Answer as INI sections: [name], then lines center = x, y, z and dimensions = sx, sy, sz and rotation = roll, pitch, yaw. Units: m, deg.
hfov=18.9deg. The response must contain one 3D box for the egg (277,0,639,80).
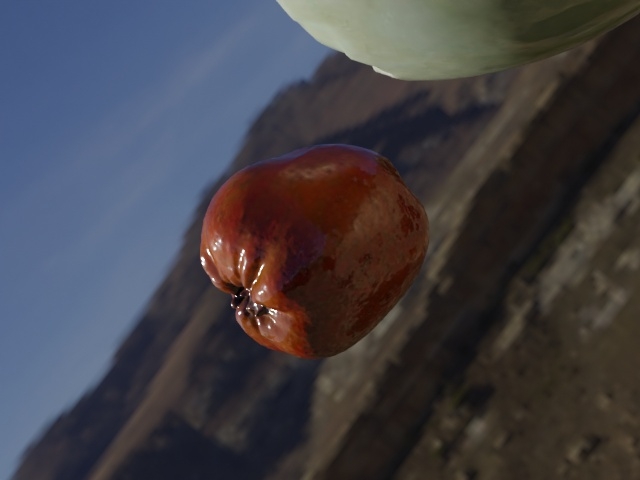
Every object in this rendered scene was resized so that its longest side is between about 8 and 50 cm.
[egg]
center = 0.102, -0.242, 1.006
dimensions = 0.336, 0.278, 0.278
rotation = -34, 6, 23

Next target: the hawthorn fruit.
[hawthorn fruit]
center = 0.000, 0.000, 1.195
dimensions = 0.138, 0.133, 0.133
rotation = -36, -7, -21
